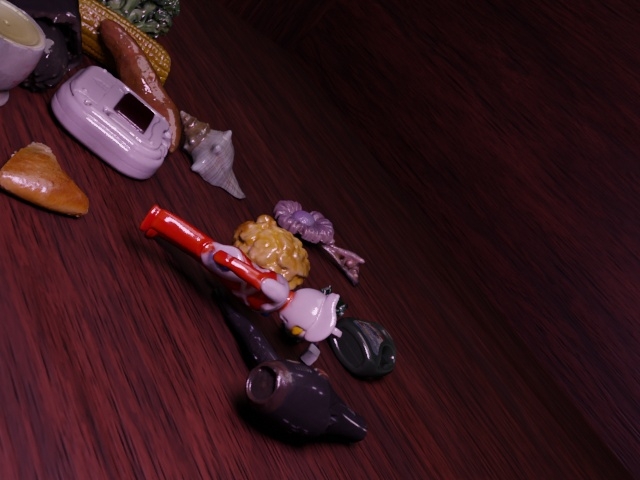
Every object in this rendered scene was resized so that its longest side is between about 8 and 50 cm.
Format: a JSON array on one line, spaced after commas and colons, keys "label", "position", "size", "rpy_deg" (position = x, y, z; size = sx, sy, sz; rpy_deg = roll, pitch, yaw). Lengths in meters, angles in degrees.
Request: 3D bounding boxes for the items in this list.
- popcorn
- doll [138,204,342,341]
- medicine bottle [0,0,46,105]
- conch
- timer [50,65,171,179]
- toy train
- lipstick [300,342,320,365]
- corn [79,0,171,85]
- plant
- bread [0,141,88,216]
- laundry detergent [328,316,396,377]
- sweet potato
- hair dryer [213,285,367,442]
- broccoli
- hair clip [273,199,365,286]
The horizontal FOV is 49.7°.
[{"label": "popcorn", "position": [-0.100, 0.035, 1.348], "size": [0.170, 0.179, 0.180], "rpy_deg": [9, -4, 33]}, {"label": "doll", "position": [-0.127, 0.063, 1.183], "size": [0.384, 0.099, 0.188], "rpy_deg": [29, -8, -4]}, {"label": "medicine bottle", "position": [-0.552, -0.313, 1.143], "size": [0.147, 0.143, 0.147], "rpy_deg": [38, 24, -20]}, {"label": "conch", "position": [-0.256, -0.208, 1.636], "size": [0.234, 0.114, 0.137], "rpy_deg": [53, 32, 9]}, {"label": "timer", "position": [-0.410, -0.244, 1.397], "size": [0.237, 0.087, 0.262], "rpy_deg": [39, 18, -20]}, {"label": "toy train", "position": [-0.014, 0.150, 1.362], "size": [0.071, 0.111, 0.170], "rpy_deg": [48, 21, 14]}, {"label": "lipstick", "position": [-0.015, 0.213, 1.347], "size": [0.025, 0.025, 0.107], "rpy_deg": [46, 11, 0]}, {"label": "corn", "position": [-0.518, -0.489, 1.657], "size": [0.344, 0.131, 0.131], "rpy_deg": [29, 23, -37]}, {"label": "plant", "position": [-0.527, -0.406, 1.320], "size": [0.142, 0.164, 0.255], "rpy_deg": [7, 68, -15]}, {"label": "bread", "position": [-0.441, -0.098, 1.056], "size": [0.154, 0.054, 0.136], "rpy_deg": [45, 20, 11]}, {"label": "laundry detergent", "position": [0.110, 0.233, 1.503], "size": [0.144, 0.078, 0.222], "rpy_deg": [55, 18, 25]}, {"label": "sweet potato", "position": [-0.406, -0.347, 1.594], "size": [0.354, 0.095, 0.106], "rpy_deg": [62, 5, 5]}, {"label": "hair dryer", "position": [-0.075, 0.196, 1.172], "size": [0.359, 0.120, 0.304], "rpy_deg": [47, 7, 37]}, {"label": "broccoli", "position": [-0.523, -0.633, 1.860], "size": [0.270, 0.270, 0.270], "rpy_deg": [38, 52, -21]}, {"label": "hair clip", "position": [0.006, -0.004, 1.816], "size": [0.300, 0.069, 0.173], "rpy_deg": [42, 18, -8]}]
